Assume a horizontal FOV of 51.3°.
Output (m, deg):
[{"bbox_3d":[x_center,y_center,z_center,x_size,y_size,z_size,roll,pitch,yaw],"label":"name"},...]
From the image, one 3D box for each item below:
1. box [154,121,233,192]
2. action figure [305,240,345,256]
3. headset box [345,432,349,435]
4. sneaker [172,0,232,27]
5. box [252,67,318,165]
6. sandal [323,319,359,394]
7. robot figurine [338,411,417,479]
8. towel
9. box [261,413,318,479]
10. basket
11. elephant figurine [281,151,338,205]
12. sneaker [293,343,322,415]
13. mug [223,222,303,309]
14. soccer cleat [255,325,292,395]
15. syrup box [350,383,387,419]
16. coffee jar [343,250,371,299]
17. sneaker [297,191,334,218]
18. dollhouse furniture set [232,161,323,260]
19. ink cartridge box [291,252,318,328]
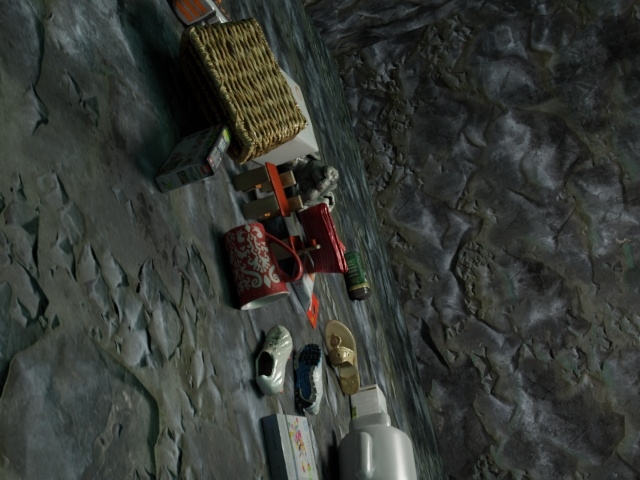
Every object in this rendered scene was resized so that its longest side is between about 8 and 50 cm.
[{"bbox_3d":[-0.247,-0.169,1.325,0.207,0.114,0.036,-83,152,-60],"label":"box"},{"bbox_3d":[0.029,0.048,2.210,0.139,0.092,0.280,65,11,15],"label":"action figure"},{"bbox_3d":[0.099,0.596,1.916,0.083,0.032,0.062,-92,160,-45],"label":"headset box"},{"bbox_3d":[-0.266,-0.583,1.753,0.321,0.125,0.180,52,24,-49],"label":"sneaker"},{"bbox_3d":[-0.152,-0.348,1.833,0.345,0.168,0.214,12,60,-74],"label":"box"},{"bbox_3d":[0.069,0.358,1.986,0.079,0.088,0.240,-75,150,-77],"label":"sandal"},{"bbox_3d":[0.148,0.621,1.712,0.353,0.200,0.300,-92,158,-50],"label":"robot figurine"},{"bbox_3d":[0.000,0.000,1.869,0.275,0.031,0.198,169,-96,-75],"label":"towel"},{"bbox_3d":[-0.063,0.451,1.431,0.186,0.038,0.145,45,30,-65],"label":"box"},{"bbox_3d":[-0.216,-0.322,1.514,0.223,0.214,0.299,-33,98,-48],"label":"basket"},{"bbox_3d":[-0.062,-0.245,2.116,0.239,0.169,0.186,48,-22,5],"label":"elephant figurine"},{"bbox_3d":[-0.026,0.350,1.675,0.083,0.071,0.190,68,21,-46],"label":"sneaker"},{"bbox_3d":[-0.130,0.051,1.472,0.113,0.150,0.169,131,-58,-65],"label":"mug"},{"bbox_3d":[-0.105,0.251,1.467,0.196,0.068,0.076,-86,152,-51],"label":"soccer cleat"},{"bbox_3d":[0.155,0.569,2.040,0.236,0.096,0.093,-95,164,-45],"label":"syrup box"},{"bbox_3d":[0.137,0.140,2.572,0.096,0.079,0.184,45,28,-69],"label":"coffee jar"},{"bbox_3d":[-0.004,-0.134,2.278,0.292,0.118,0.110,-76,144,-69],"label":"sneaker"},{"bbox_3d":[-0.098,-0.083,1.774,0.262,0.135,0.259,-12,85,-77],"label":"dollhouse furniture set"},{"bbox_3d":[-0.029,0.148,1.961,0.145,0.045,0.179,-82,149,-61],"label":"ink cartridge box"}]
